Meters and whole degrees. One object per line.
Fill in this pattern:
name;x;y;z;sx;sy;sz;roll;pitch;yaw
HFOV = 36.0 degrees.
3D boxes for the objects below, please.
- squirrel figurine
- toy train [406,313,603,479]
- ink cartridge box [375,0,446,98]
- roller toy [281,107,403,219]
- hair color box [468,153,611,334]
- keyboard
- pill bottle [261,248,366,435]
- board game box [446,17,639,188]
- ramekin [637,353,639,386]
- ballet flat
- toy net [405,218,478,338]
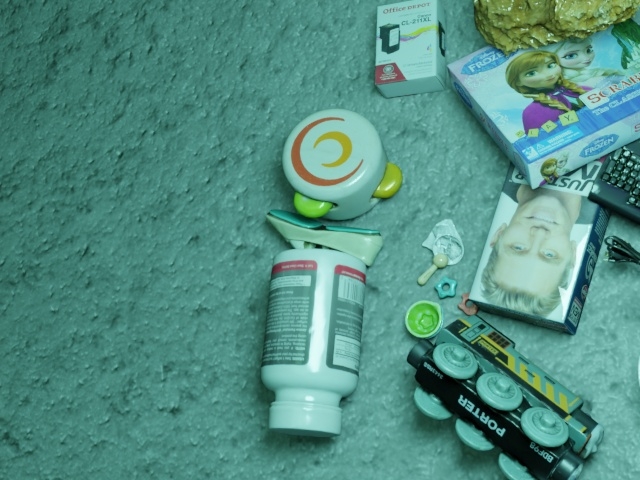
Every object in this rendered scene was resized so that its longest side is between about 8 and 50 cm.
squirrel figurine;0.459;-0.484;1.697;0.370;0.281;0.397;5;64;15
toy train;0.302;0.257;1.609;0.334;0.190;0.142;36;128;25
ink cartridge box;0.177;-0.379;1.935;0.127;0.072;0.175;-5;72;23
roller toy;0.035;-0.143;1.881;0.209;0.146;0.191;-24;65;4
hair color box;0.397;-0.030;1.704;0.174;0.105;0.347;13;80;28
keyboard;0.584;-0.019;1.595;0.317;0.033;0.201;27;89;8
pill bottle;-0.014;0.187;1.777;0.176;0.176;0.318;-2;72;24
board game box;0.427;-0.268;1.695;0.319;0.066;0.318;-26;45;-2
ramekin;0.604;0.213;1.528;0.207;0.109;0.207;-7;71;22
ballet flat;0.000;0.000;1.892;0.248;0.086;0.086;13;79;26
toy net;0.227;0.067;1.782;0.122;0.045;0.232;1;74;25
